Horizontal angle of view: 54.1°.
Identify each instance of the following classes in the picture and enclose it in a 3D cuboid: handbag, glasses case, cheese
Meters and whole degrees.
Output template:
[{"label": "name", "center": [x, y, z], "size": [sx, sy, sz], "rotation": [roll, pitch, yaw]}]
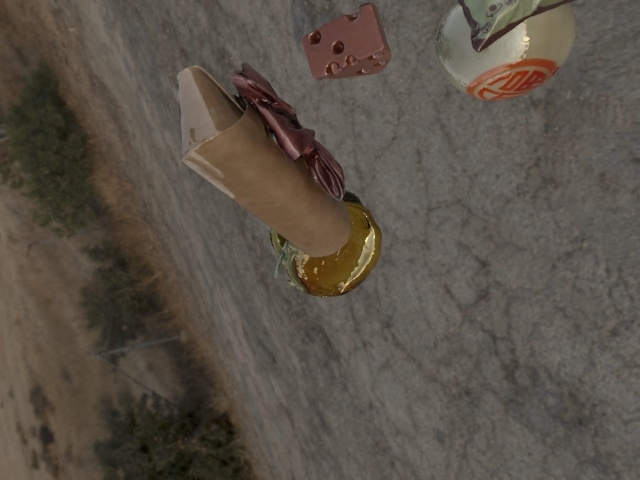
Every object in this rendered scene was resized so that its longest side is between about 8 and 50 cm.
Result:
[{"label": "handbag", "center": [0.285, -0.436, 0.963], "size": [0.235, 0.212, 0.127], "rotation": [63, -177, -5]}, {"label": "glasses case", "center": [-0.028, -0.072, 0.491], "size": [0.193, 0.070, 0.103], "rotation": [40, -145, -54]}, {"label": "cheese", "center": [0.089, -0.485, 1.513], "size": [0.177, 0.202, 0.128], "rotation": [-22, 83, 61]}]

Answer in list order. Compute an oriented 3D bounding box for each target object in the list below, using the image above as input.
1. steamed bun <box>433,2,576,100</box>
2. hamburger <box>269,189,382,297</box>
[{"label": "steamed bun", "center": [0.380, -0.388, 1.288], "size": [0.283, 0.282, 0.177], "rotation": [144, 120, -67]}, {"label": "hamburger", "center": [0.000, 0.000, 0.990], "size": [0.113, 0.185, 0.177], "rotation": [50, 171, 48]}]
